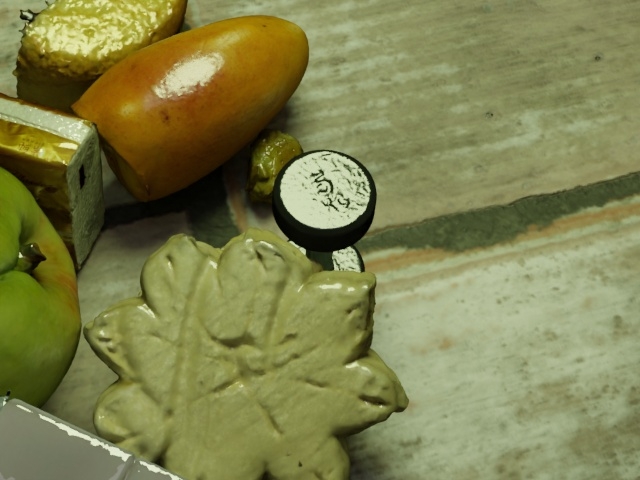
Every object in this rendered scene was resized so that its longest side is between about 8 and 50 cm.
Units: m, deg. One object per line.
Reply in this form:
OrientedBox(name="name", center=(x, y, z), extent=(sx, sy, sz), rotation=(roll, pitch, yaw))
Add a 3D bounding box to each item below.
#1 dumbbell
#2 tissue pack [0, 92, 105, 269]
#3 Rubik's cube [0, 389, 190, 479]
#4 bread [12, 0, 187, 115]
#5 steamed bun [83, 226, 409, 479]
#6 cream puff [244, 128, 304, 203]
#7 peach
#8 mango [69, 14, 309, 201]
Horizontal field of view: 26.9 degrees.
OrientedBox(name="dumbbell", center=(0.000, 0.000, 1.332), extent=(0.100, 0.191, 0.100), rotation=(1, 59, -2))
OrientedBox(name="tissue pack", center=(-0.338, -0.075, 1.361), extent=(0.226, 0.183, 0.092), rotation=(16, 52, 6))
OrientedBox(name="Rubik's cube", center=(-0.216, 0.299, 1.130), extent=(0.221, 0.231, 0.224), rotation=(22, 63, 9))
OrientedBox(name="bread", center=(-0.218, -0.230, 1.475), extent=(0.147, 0.160, 0.260), rotation=(28, 57, 6))
OrientedBox(name="steamed bun", center=(-0.063, 0.124, 1.268), extent=(0.295, 0.137, 0.292), rotation=(-42, 91, 2))
OrientedBox(name="cream puff", center=(-0.055, -0.079, 1.448), extent=(0.083, 0.058, 0.083), rotation=(1, 82, -46))
OrientedBox(name="peach", center=(-0.389, 0.055, 1.219), extent=(0.316, 0.314, 0.281), rotation=(-12, 84, 17))
OrientedBox(name="mango", center=(-0.116, -0.153, 1.406), extent=(0.257, 0.187, 0.138), rotation=(-38, 70, -9))
